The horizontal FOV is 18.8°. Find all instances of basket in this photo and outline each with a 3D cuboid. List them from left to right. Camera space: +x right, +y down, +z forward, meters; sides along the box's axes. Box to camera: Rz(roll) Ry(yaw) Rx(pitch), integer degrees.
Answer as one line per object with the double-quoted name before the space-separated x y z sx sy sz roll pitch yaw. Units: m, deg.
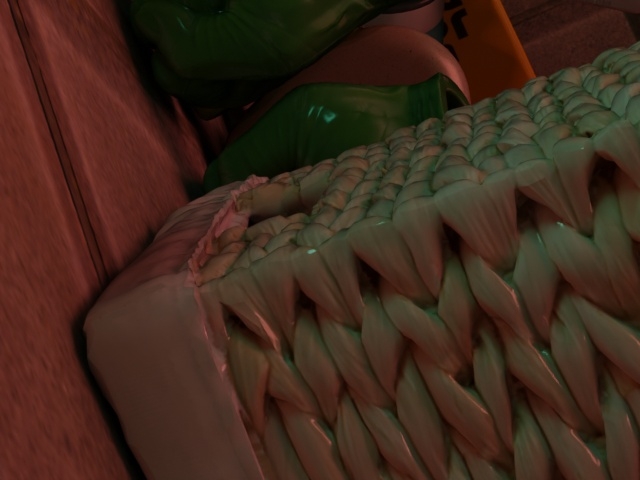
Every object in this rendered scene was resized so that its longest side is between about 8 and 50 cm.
"basket" 0.106 0.097 0.774 0.328 0.266 0.331 -64 129 -81

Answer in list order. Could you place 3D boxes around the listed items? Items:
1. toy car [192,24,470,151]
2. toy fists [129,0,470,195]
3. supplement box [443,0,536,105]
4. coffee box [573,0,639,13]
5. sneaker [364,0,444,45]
"toy car" 0.008 -0.056 1.142 0.155 0.149 0.188 57 -5 -1
"toy fists" -0.011 -0.076 0.983 0.279 0.142 0.096 67 19 5
"supplement box" 0.056 -0.131 1.499 0.194 0.195 0.356 57 11 -57
"coffee box" 0.061 -0.383 1.222 0.338 0.337 0.334 -100 -157 -64
"sneaker" -0.013 -0.141 1.307 0.295 0.124 0.178 44 -35 47
